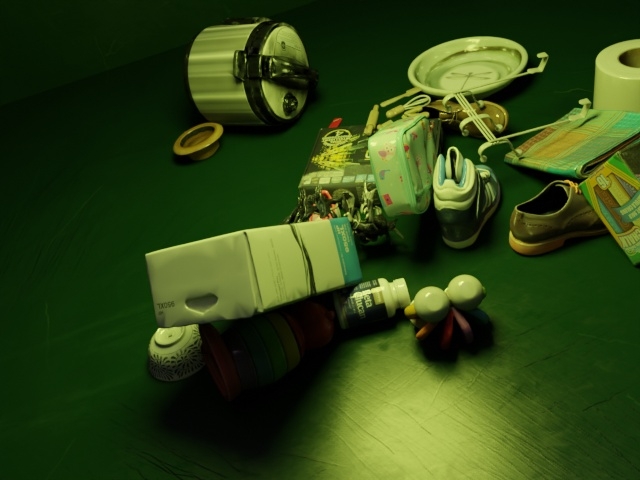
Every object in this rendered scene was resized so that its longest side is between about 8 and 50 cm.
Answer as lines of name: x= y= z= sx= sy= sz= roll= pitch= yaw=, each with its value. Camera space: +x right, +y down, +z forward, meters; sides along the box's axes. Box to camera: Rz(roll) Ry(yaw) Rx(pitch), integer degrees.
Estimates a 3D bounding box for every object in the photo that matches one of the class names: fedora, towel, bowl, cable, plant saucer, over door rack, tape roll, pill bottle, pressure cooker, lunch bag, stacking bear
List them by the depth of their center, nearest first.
stacking bear: x=-0.103 y=0.223 z=1.372 sx=0.289 sy=0.175 sz=0.164 roll=-22 pitch=62 yaw=-21
pill bottle: x=0.119 y=0.141 z=1.431 sx=0.169 sy=0.094 sz=0.094 roll=-15 pitch=39 yaw=2
bowl: x=-0.348 y=0.246 z=1.487 sx=0.170 sy=0.080 sz=0.170 roll=-9 pitch=40 yaw=8
lunch bag: x=0.220 y=-0.183 z=1.537 sx=0.107 sy=0.224 sz=0.279 roll=-9 pitch=16 yaw=28
towel: x=0.672 y=-0.263 z=1.615 sx=0.271 sy=0.040 sz=0.370 roll=-34 pitch=18 yaw=-3
cable: x=-0.078 y=-0.043 z=1.704 sx=0.184 sy=0.047 sz=0.150 roll=-43 pitch=11 yaw=33
over door rack: x=0.538 y=-0.359 z=1.721 sx=0.324 sy=0.108 sz=0.240 roll=-23 pitch=55 yaw=-1
tape roll: x=0.923 y=-0.453 z=1.788 sx=0.246 sy=0.169 sz=0.246 roll=-11 pitch=40 yaw=9
plant saucer: x=0.506 y=-0.570 z=2.131 sx=0.400 sy=0.101 sz=0.400 roll=-10 pitch=39 yaw=8
pressure cooker: x=-0.224 y=-0.588 z=2.206 sx=0.420 sy=0.376 sz=0.370 roll=7 pitch=51 yaw=29
fedora: x=-0.428 y=-0.344 z=2.214 sx=0.194 sy=0.079 sz=0.194 roll=-14 pitch=41 yaw=12

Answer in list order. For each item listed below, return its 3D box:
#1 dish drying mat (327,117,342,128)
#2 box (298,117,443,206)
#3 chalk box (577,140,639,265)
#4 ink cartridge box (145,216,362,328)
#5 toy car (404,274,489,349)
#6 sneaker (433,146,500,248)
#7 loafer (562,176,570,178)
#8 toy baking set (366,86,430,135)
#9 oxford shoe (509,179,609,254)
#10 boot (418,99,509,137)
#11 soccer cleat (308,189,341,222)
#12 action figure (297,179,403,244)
dish drying mat: x=0.048 y=-0.404 z=2.171 sx=0.032 sy=0.008 sz=0.083 roll=8 pitch=45 yaw=26
box: x=0.161 y=-0.231 z=1.857 sx=0.394 sy=0.097 sz=0.318 roll=-1 pitch=44 yaw=18
chalk box: x=0.749 y=-0.071 z=1.350 sx=0.180 sy=0.179 sz=0.289 roll=-25 pitch=76 yaw=-13
ink cartridge box: x=-0.133 y=0.064 z=1.353 sx=0.285 sy=0.166 sz=0.395 roll=-13 pitch=-1 yaw=32
toy car: x=0.280 y=0.162 z=1.331 sx=0.182 sy=0.159 sz=0.136 roll=-19 pitch=74 yaw=-3
sneaker: x=0.378 y=-0.161 z=1.583 sx=0.130 sy=0.236 sz=0.323 roll=8 pitch=45 yaw=27
loafer: x=0.722 y=-0.238 z=1.694 sx=0.220 sy=0.078 sz=0.080 roll=-38 pitch=84 yaw=-13
toy baking set: x=0.242 y=-0.393 z=1.913 sx=0.196 sy=0.030 sz=0.256 roll=-7 pitch=39 yaw=16
oxford shoe: x=0.626 y=-0.087 z=1.489 sx=0.363 sy=0.133 sz=0.130 roll=-24 pitch=39 yaw=-9
boot: x=0.429 y=-0.373 z=1.894 sx=0.115 sy=0.112 sz=0.305 roll=-12 pitch=22 yaw=-38
soccer cleat: x=0.000 y=0.000 z=1.623 sx=0.108 sy=0.116 sz=0.318 roll=-6 pitch=40 yaw=13
action figure: x=0.089 y=-0.076 z=1.567 sx=0.164 sy=0.275 sz=0.141 roll=-23 pitch=56 yaw=54
